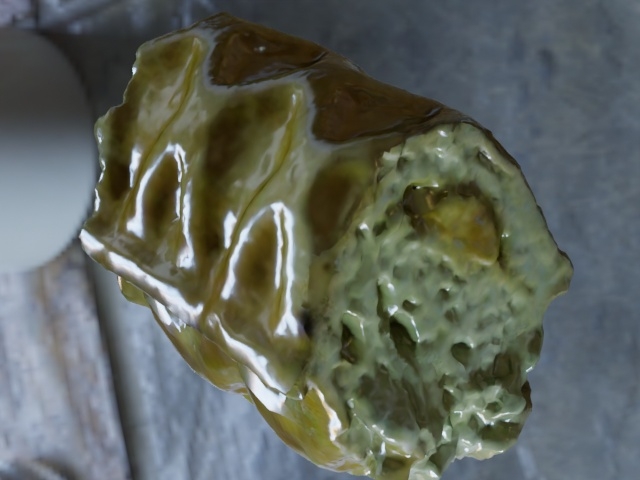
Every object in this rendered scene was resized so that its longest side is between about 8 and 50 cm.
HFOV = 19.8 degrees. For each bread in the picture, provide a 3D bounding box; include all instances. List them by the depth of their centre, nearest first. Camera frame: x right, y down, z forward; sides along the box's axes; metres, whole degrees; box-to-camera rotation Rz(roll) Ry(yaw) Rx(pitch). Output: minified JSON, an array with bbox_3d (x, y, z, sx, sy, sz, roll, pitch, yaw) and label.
[{"bbox_3d":[-0.002,0.006,1.066,0.252,0.196,0.238,21,151,56],"label":"bread"}]
